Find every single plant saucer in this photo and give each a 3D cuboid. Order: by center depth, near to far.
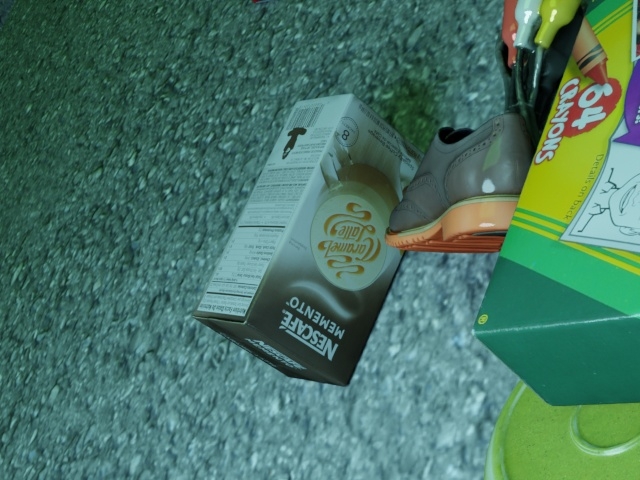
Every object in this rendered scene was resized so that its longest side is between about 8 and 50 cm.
[{"bbox_3d":[0.203,0.123,0.706,0.241,0.037,0.241,-33,27,19],"label":"plant saucer"}]

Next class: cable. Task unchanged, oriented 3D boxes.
[{"bbox_3d":[0.181,-0.148,0.999,0.139,0.072,0.287,-15,49,62],"label":"cable"}]

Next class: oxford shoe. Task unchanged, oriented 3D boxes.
[{"bbox_3d":[0.120,-0.041,0.893,0.271,0.097,0.098,162,109,-74],"label":"oxford shoe"}]

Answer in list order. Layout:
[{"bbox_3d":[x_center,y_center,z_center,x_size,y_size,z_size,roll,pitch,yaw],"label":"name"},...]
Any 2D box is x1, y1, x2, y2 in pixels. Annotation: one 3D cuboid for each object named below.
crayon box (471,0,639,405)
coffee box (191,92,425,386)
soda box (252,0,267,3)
[{"bbox_3d":[0.295,-0.077,0.682,0.313,0.106,0.363,-14,43,48],"label":"crayon box"},{"bbox_3d":[0.000,0.000,1.034,0.098,0.141,0.246,2,62,52],"label":"coffee box"},{"bbox_3d":[-0.051,-0.493,1.606,0.083,0.092,0.263,6,65,55],"label":"soda box"}]
